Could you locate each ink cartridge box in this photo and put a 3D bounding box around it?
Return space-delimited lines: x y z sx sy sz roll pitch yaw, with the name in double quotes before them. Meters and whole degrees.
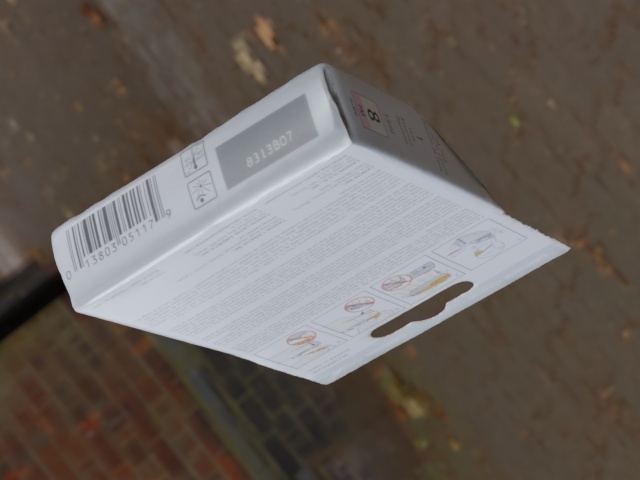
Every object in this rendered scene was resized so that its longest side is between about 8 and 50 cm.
"ink cartridge box" 0.000 0.000 0.993 0.232 0.189 0.066 17 -131 -55
